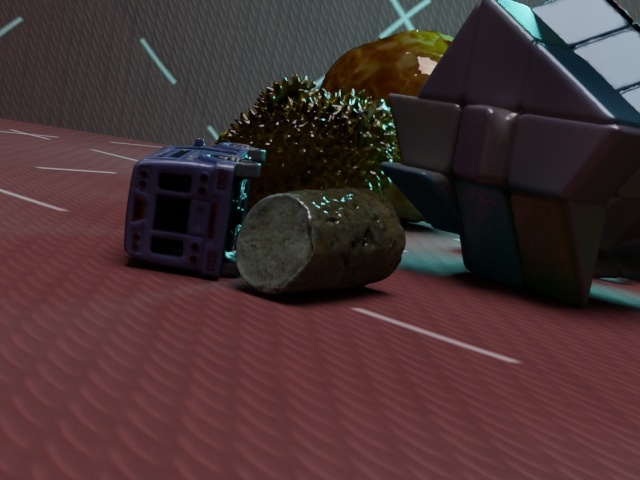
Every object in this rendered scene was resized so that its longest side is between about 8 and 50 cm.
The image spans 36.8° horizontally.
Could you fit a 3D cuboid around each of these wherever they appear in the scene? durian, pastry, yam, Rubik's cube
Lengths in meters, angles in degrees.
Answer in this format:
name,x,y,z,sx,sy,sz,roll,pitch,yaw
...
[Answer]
name,x,y,z,sx,sy,sz,roll,pitch,yaw
durian,-0.026,-0.123,1.447,0.293,0.258,0.258,-3,10,-13
pastry,0.159,-0.221,1.784,0.388,0.388,0.313,13,-29,28
yam,0.000,0.000,0.978,0.107,0.107,0.194,14,10,31
Rubik's cube,0.302,-0.107,1.245,0.358,0.368,0.387,3,44,-39

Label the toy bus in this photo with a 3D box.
name,x,y,z,sx,sy,sz,roll,pitch,yaw
toy bus,-0.136,-0.046,1.081,0.133,0.125,0.292,9,9,-2
